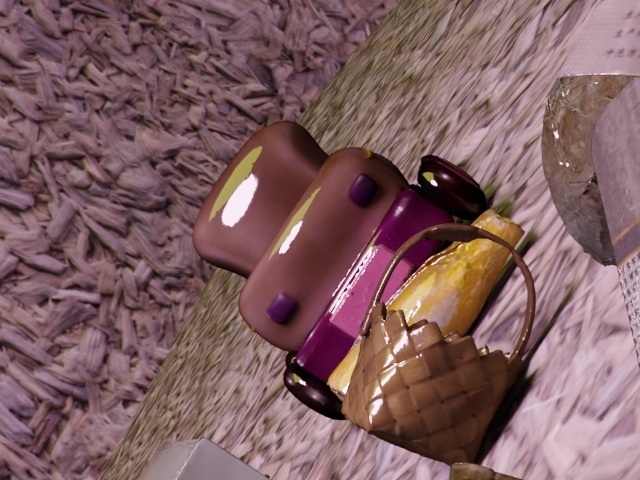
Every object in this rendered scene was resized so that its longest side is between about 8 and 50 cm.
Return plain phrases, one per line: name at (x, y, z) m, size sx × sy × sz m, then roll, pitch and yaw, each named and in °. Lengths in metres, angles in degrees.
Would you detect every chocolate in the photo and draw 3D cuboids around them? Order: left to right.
chocolate at (0.099, 0.067, 1.681) m, size 0.219 × 0.085 × 0.085 m, roll -51°, pitch 9°, yaw 2°

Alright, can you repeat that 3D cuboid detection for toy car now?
toy car at (0.000, 0.000, 1.873) m, size 0.271 × 0.240 × 0.341 m, roll -57°, pitch 0°, yaw 3°

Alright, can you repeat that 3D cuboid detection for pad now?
pad at (0.163, 0.023, 1.148) m, size 0.323 × 0.055 × 0.250 m, roll -31°, pitch 50°, yaw 31°

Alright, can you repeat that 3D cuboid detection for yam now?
yam at (0.246, -0.098, 1.253) m, size 0.154 × 0.154 × 0.254 m, roll -61°, pitch 7°, yaw -33°

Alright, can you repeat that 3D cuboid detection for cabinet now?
cabinet at (-0.105, 0.279, 1.740) m, size 0.150 × 0.145 × 0.206 m, roll -58°, pitch 9°, yaw -14°

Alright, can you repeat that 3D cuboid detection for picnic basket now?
picnic basket at (0.094, 0.075, 1.464) m, size 0.138 × 0.128 × 0.178 m, roll -162°, pitch 90°, yaw -78°

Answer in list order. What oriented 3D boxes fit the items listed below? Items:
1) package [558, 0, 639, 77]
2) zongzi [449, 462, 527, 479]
package at (0.280, -0.154, 1.068) m, size 0.204 × 0.251 × 0.062 m, roll -59°, pitch -34°, yaw -26°
zongzi at (0.063, 0.284, 0.971) m, size 0.289 × 0.123 × 0.260 m, roll 112°, pitch 174°, yaw -49°
